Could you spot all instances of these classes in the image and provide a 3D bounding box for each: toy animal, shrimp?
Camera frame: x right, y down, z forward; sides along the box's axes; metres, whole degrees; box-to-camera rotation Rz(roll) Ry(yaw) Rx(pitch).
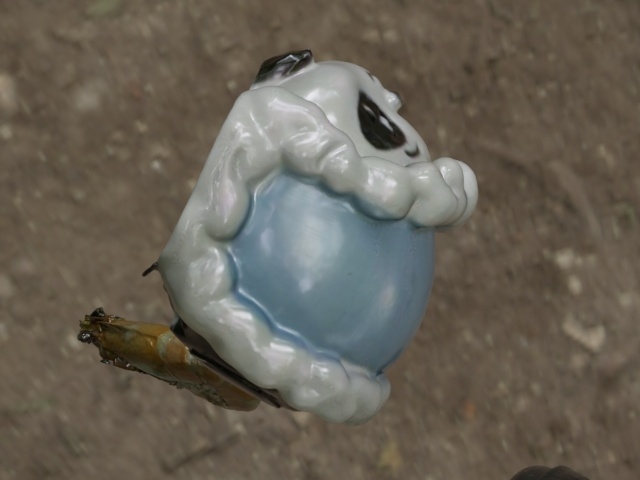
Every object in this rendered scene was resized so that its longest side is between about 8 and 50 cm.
[{"bbox_3d":[0.000,0.000,1.052,0.156,0.208,0.204,27,89,2],"label":"toy animal"},{"bbox_3d":[-0.122,0.092,1.373,0.184,0.091,0.043,20,66,29],"label":"shrimp"}]

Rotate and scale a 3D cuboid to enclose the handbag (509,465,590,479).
[{"bbox_3d":[0.153,0.329,1.435,0.093,0.254,0.308,21,79,21],"label":"handbag"}]
